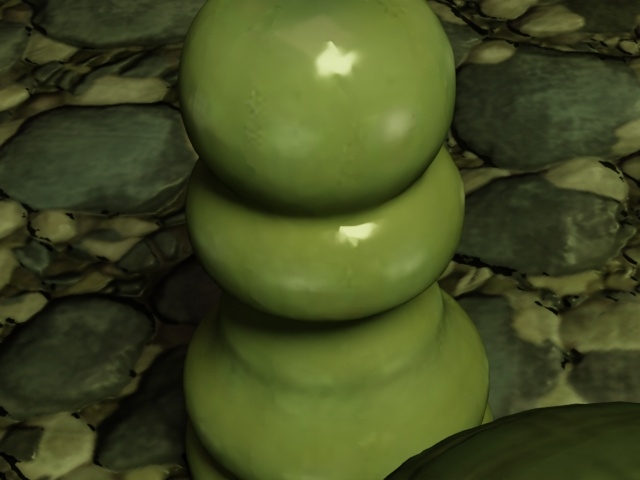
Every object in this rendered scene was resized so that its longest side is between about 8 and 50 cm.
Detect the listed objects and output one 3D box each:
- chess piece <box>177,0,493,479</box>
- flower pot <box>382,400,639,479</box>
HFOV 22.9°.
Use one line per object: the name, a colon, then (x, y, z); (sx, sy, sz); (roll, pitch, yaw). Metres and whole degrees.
chess piece: (0.000, 0.000, 0.653); (0.144, 0.251, 0.144); (-3, 41, 3)
flower pot: (0.090, 0.201, 0.399); (0.213, 0.302, 0.302); (-38, 49, -13)
